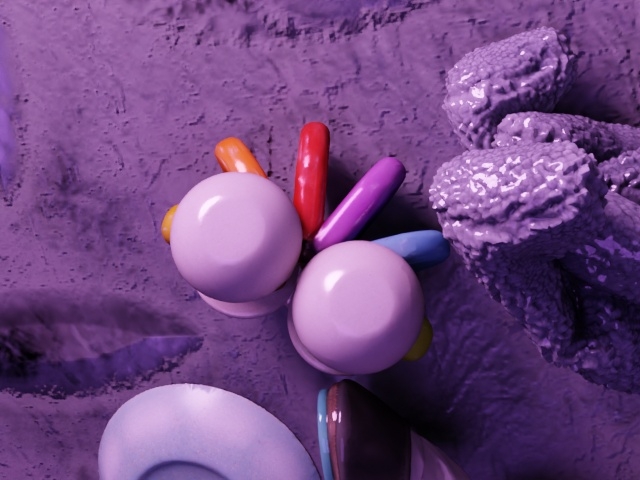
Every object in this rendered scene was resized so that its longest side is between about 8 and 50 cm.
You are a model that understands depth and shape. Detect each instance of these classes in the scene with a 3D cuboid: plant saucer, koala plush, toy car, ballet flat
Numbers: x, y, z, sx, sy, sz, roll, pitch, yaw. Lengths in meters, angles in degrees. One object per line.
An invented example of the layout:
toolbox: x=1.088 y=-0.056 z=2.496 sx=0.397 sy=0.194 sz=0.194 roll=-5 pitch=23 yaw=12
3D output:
plant saucer: x=-0.094 y=0.206 z=0.756 sx=0.194 sy=0.037 sz=0.195 roll=6 pitch=114 yaw=13
koala plush: x=0.201 y=-0.039 z=0.495 sx=0.221 sy=0.196 sz=0.203 roll=-31 pitch=112 yaw=24
toy car: x=0.000 y=0.000 z=0.599 sx=0.182 sy=0.159 sz=0.136 roll=30 pitch=80 yaw=3
ballet flat: x=0.057 y=0.195 z=0.667 sx=0.096 sy=0.095 sz=0.281 roll=-2 pitch=132 yaw=6
